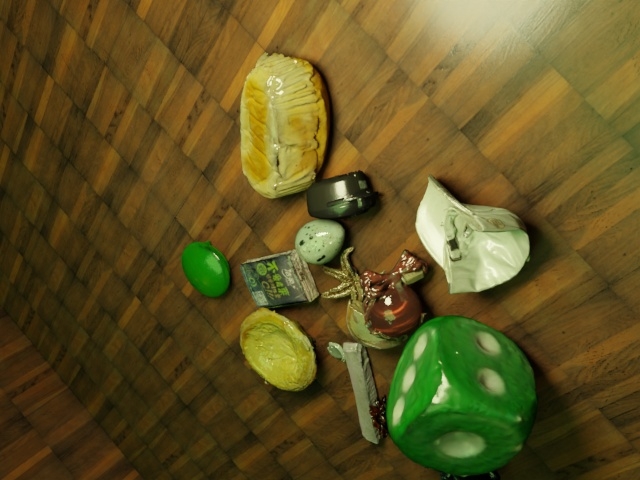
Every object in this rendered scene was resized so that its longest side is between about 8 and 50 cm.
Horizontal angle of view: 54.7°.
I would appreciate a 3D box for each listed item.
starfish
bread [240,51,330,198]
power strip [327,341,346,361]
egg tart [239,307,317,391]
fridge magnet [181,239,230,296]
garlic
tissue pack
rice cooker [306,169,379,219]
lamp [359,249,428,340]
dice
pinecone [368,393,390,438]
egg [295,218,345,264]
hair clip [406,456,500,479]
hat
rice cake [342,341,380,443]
[{"bbox_3d":[0.096,0.124,1.818,0.238,0.057,0.213,-11,100,31],"label":"starfish"},{"bbox_3d":[-0.094,-0.297,1.675,0.236,0.183,0.388,39,138,32],"label":"bread"},{"bbox_3d":[0.055,0.360,1.980,0.083,0.035,0.055,31,127,22],"label":"power strip"},{"bbox_3d":[-0.125,0.349,2.047,0.315,0.120,0.315,15,121,27],"label":"egg tart"},{"bbox_3d":[-0.391,0.098,2.128,0.208,0.088,0.208,17,122,29],"label":"fridge magnet"},{"bbox_3d":[0.147,0.259,1.785,0.195,0.087,0.101,33,121,12],"label":"garlic"},{"bbox_3d":[-0.135,0.126,1.969,0.235,0.073,0.173,-14,104,39],"label":"tissue pack"},{"bbox_3d":[0.054,-0.117,1.667,0.203,0.142,0.118,-10,95,33],"label":"rice cooker"},{"bbox_3d":[0.211,0.166,1.665,0.151,0.215,0.223,52,165,48],"label":"lamp"},{"bbox_3d":[0.350,0.390,1.567,0.287,0.300,0.297,20,128,-6],"label":"dice"},{"bbox_3d":[0.216,0.537,1.895,0.121,0.140,0.140,-33,92,13],"label":"pinecone"},{"bbox_3d":[0.000,0.000,1.768,0.131,0.131,0.164,53,135,1],"label":"egg"},{"bbox_3d":[0.393,0.653,1.795,0.310,0.194,0.206,46,138,5],"label":"hair clip"},{"bbox_3d":[0.360,-0.036,1.509,0.301,0.168,0.258,57,153,30],"label":"hat"},{"bbox_3d":[0.141,0.478,1.963,0.072,0.056,0.365,2,114,40],"label":"rice cake"}]
